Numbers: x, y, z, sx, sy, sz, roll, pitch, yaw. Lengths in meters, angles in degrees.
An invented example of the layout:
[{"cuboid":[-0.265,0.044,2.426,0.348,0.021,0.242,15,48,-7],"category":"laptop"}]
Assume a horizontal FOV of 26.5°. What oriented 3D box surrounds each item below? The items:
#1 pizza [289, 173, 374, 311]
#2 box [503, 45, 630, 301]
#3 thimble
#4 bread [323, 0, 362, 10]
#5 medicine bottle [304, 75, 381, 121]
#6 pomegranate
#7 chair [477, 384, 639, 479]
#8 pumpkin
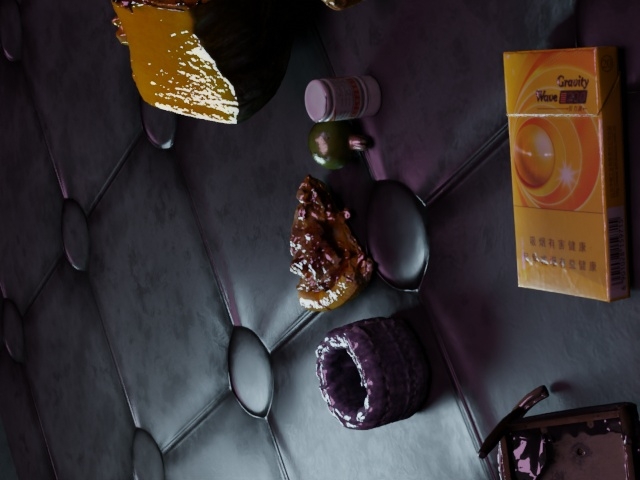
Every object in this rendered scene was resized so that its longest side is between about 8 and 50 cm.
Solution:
[{"cuboid":[-0.002,0.001,1.903,0.154,0.069,0.194,-29,74,57],"category":"pizza"},{"cuboid":[0.268,-0.075,1.482,0.152,0.043,0.269,9,106,56],"category":"box"},{"cuboid":[0.067,0.176,1.813,0.150,0.097,0.150,23,117,54],"category":"thimble"},{"cuboid":[-0.012,-0.435,1.759,0.294,0.132,0.167,56,134,36],"category":"bread"},{"cuboid":[0.029,-0.187,1.789,0.057,0.089,0.057,19,113,55],"category":"medicine bottle"},{"cuboid":[0.024,-0.138,1.840,0.084,0.073,0.073,-27,71,18],"category":"pomegranate"},{"cuboid":[0.270,0.267,1.471,0.272,0.166,0.188,-22,-76,-79],"category":"chair"},{"cuboid":[-0.169,-0.328,1.912,0.225,0.256,0.303,83,180,-46],"category":"pumpkin"}]
